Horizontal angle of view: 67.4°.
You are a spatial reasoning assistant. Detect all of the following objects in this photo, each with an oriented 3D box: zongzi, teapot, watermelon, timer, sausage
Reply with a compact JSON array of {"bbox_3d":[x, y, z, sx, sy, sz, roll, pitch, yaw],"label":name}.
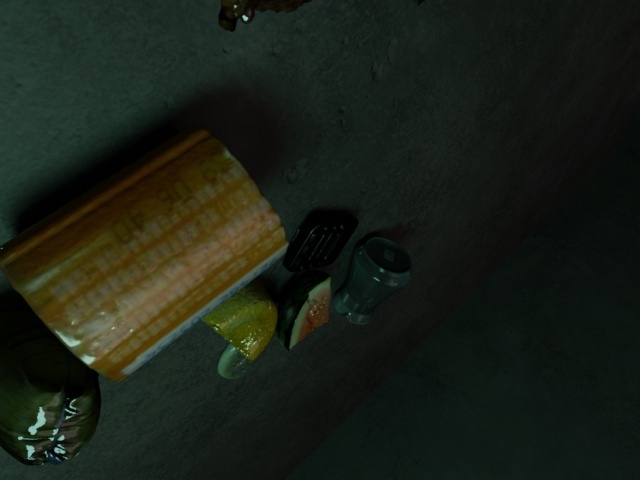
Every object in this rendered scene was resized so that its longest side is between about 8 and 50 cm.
[{"bbox_3d":[-0.341,0.190,0.684,0.300,0.286,0.138,20,85,-60],"label":"zongzi"},{"bbox_3d":[0.142,0.106,1.342,0.225,0.171,0.203,-61,179,37],"label":"teapot"},{"bbox_3d":[-0.057,0.163,1.123,0.145,0.137,0.193,-29,174,-37],"label":"watermelon"},{"bbox_3d":[0.000,0.000,1.114,0.187,0.055,0.144,-6,134,-55],"label":"timer"},{"bbox_3d":[-0.222,0.014,0.650,0.287,0.233,0.233,-38,150,-16],"label":"sausage"}]

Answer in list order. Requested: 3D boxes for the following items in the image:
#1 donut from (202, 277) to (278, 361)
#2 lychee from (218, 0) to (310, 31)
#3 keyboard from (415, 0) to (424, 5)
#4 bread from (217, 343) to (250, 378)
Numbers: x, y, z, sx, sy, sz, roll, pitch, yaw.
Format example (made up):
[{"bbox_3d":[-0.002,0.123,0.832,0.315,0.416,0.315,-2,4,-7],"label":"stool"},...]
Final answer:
[{"bbox_3d":[-0.166,0.160,1.060,0.152,0.101,0.259,-46,148,-13],"label":"donut"},{"bbox_3d":[-0.056,-0.329,0.490,0.200,0.200,0.238,18,97,-59],"label":"lychee"},{"bbox_3d":[0.244,-0.509,0.826,0.230,0.025,0.093,-44,154,-5],"label":"keyboard"},{"bbox_3d":[-0.204,0.291,1.222,0.112,0.036,0.193,6,122,-54],"label":"bread"}]
